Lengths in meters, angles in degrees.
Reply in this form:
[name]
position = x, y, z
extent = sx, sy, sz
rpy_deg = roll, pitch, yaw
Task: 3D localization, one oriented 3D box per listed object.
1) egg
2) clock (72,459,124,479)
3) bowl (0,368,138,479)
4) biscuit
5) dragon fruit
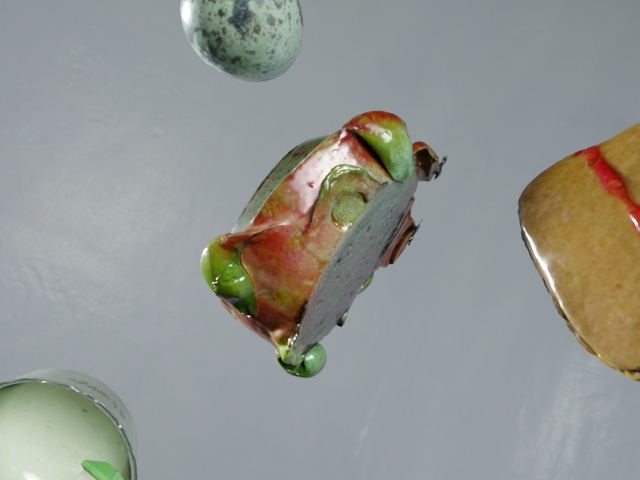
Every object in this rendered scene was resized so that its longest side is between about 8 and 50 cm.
[egg]
position = -0.084, -0.249, 0.888
extent = 0.172, 0.132, 0.132
rpy_deg = 43, -115, -59
[clock]
position = -0.218, 0.334, 0.683
extent = 0.255, 0.220, 0.106
rpy_deg = -45, -39, -30
[bowl]
position = -0.302, 0.237, 0.892
extent = 0.211, 0.212, 0.112
rpy_deg = -62, 5, 10
[biscuit]
position = 0.277, -0.001, 0.489
extent = 0.277, 0.052, 0.262
rpy_deg = -23, 45, 17
[dragon fruit]
position = 0.000, 0.000, 0.783
extent = 0.295, 0.130, 0.268
rpy_deg = -64, -16, 17
